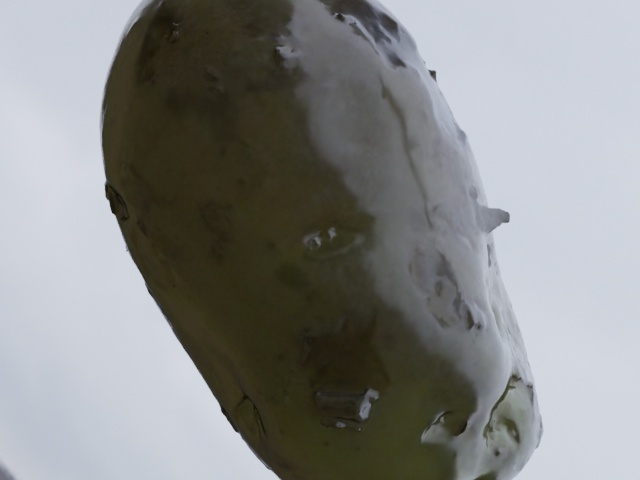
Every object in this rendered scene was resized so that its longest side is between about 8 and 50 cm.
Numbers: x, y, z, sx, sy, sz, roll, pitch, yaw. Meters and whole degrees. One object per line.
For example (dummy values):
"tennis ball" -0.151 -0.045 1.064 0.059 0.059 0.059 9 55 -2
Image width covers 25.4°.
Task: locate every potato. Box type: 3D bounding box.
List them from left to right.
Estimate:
"potato" 0.000 0.000 0.619 0.262 0.165 0.165 62 -23 1
